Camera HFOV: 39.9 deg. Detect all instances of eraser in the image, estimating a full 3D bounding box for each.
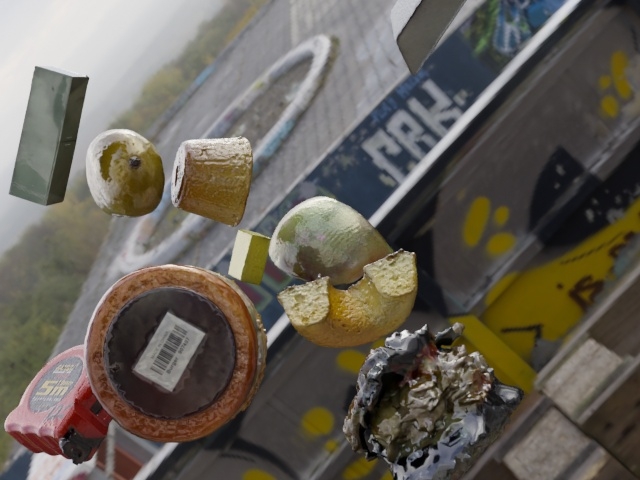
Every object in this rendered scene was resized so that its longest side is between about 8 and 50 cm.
[{"bbox_3d":[-0.140,0.032,1.729,0.122,0.045,0.097,-161,85,-73],"label":"eraser"},{"bbox_3d":[0.218,-0.455,1.522,0.352,0.077,0.111,-56,22,36],"label":"eraser"}]

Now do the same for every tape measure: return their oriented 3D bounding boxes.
[{"bbox_3d":[-0.521,0.341,1.858,0.253,0.114,0.260,-6,43,41],"label":"tape measure"}]

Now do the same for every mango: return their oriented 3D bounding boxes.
[{"bbox_3d":[-0.433,-0.143,1.917,0.142,0.195,0.332,-27,12,-27],"label":"mango"}]

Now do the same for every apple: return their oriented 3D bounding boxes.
[{"bbox_3d":[0.000,0.000,1.858,0.193,0.120,0.265,-38,46,-28],"label":"apple"}]

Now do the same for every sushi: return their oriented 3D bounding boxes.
[{"bbox_3d":[0.143,0.240,1.245,0.225,0.219,0.238,-54,-9,20],"label":"sushi"}]

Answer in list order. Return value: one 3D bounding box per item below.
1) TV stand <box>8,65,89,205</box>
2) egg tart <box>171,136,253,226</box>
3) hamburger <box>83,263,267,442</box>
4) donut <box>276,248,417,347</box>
[{"bbox_3d":[-0.549,-0.213,1.790,0.083,0.088,0.269,-41,-32,-74],"label":"TV stand"},{"bbox_3d":[-0.241,-0.135,1.921,0.202,0.147,0.202,-173,90,-71],"label":"egg tart"},{"bbox_3d":[-0.260,0.202,1.621,0.330,0.330,0.250,-49,0,-1],"label":"hamburger"},{"bbox_3d":[0.068,0.122,1.589,0.259,0.152,0.101,-20,50,3],"label":"donut"}]
